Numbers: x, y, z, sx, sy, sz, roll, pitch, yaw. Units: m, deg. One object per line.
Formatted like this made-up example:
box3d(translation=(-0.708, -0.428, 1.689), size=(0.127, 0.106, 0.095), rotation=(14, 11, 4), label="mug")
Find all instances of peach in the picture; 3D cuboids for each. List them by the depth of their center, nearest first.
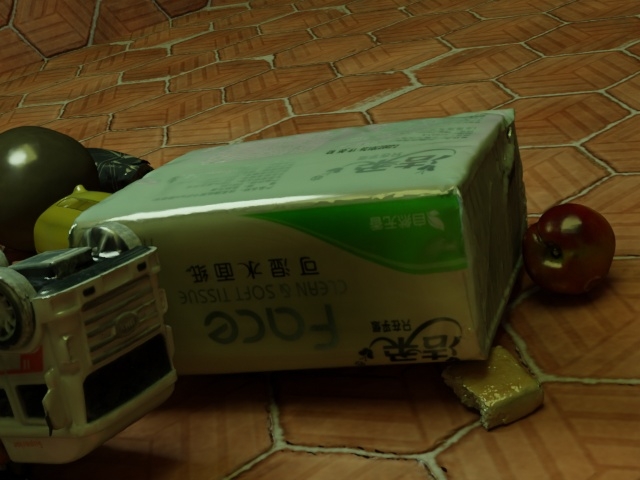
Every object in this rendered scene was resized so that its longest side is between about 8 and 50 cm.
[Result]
box3d(translation=(0.268, 0.010, 1.083), size=(0.100, 0.101, 0.101), rotation=(-10, 23, 4), label="peach")

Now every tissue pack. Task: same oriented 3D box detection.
box3d(translation=(0.000, 0.000, 1.078), size=(0.404, 0.205, 0.332), rotation=(-4, 19, 21), label="tissue pack")
box3d(translation=(-0.299, 0.001, 1.347), size=(0.178, 0.127, 0.123), rotation=(10, 33, 43), label="tissue pack")

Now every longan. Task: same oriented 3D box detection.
box3d(translation=(-0.432, -0.079, 1.520), size=(0.196, 0.197, 0.220), rotation=(-19, 18, -15), label="longan")

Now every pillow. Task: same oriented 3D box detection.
box3d(translation=(-0.444, -0.114, 1.730), size=(0.334, 0.093, 0.161), rotation=(2, 23, 29), label="pillow")

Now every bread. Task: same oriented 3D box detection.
box3d(translation=(0.161, 0.134, 0.928), size=(0.070, 0.035, 0.083), rotation=(-21, 31, -18), label="bread")

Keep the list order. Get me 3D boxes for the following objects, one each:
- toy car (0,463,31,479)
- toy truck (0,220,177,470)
box3d(translation=(-0.292, 0.233, 0.931), size=(0.041, 0.025, 0.093), rotation=(-25, 20, -34), label="toy car")
box3d(translation=(-0.319, 0.113, 0.960), size=(0.387, 0.207, 0.173), rotation=(-6, 13, 32), label="toy truck")
